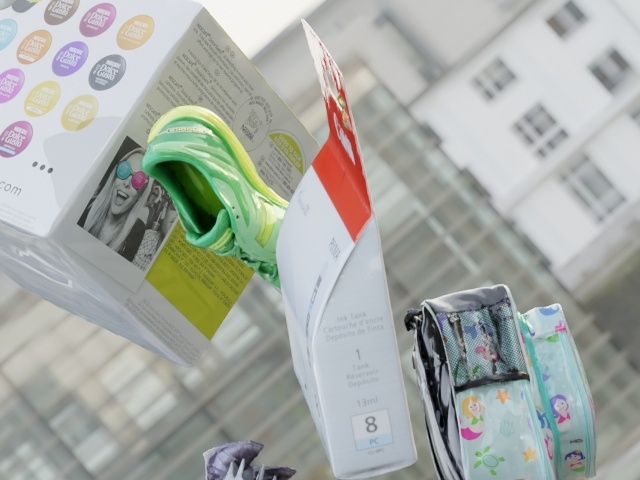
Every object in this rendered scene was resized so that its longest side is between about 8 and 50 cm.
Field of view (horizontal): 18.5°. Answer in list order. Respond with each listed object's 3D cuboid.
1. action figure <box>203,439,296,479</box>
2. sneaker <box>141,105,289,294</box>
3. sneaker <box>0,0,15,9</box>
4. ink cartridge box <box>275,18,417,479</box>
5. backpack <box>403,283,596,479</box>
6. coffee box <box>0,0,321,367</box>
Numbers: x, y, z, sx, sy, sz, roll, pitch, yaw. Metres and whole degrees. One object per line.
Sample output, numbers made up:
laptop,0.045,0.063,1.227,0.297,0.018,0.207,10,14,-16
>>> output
action figure,-0.083,0.337,1.811,0.099,0.285,0.185,-14,-30,36
sneaker,-0.086,-0.010,2.128,0.109,0.295,0.123,-39,9,44
sneaker,-0.443,-0.277,2.140,0.115,0.232,0.090,-62,-23,-47
ink cartridge box,0.000,0.000,1.925,0.091,0.385,0.308,-13,17,-4
backpack,0.199,0.200,2.119,0.191,0.253,0.225,-7,-33,2
coffee box,-0.260,-0.103,2.405,0.334,0.338,0.338,-58,-40,-13
